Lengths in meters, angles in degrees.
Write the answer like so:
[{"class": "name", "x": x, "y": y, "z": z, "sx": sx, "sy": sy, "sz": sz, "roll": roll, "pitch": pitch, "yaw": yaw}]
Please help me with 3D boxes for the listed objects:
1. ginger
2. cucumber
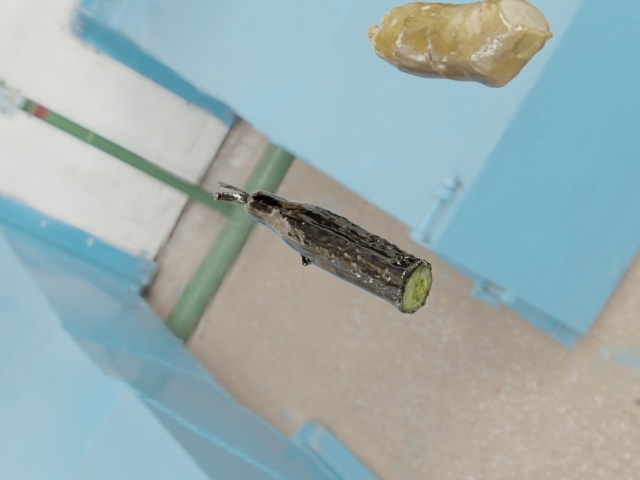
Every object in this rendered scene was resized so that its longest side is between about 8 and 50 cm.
[{"class": "ginger", "x": 0.133, "y": -0.186, "z": 1.221, "sx": 0.190, "sy": 0.095, "sz": 0.069, "roll": 7, "pitch": 75, "yaw": 34}, {"class": "cucumber", "x": 0.000, "y": 0.000, "z": 0.827, "sx": 0.163, "sy": 0.043, "sz": 0.039, "roll": 26, "pitch": 105, "yaw": 38}]
